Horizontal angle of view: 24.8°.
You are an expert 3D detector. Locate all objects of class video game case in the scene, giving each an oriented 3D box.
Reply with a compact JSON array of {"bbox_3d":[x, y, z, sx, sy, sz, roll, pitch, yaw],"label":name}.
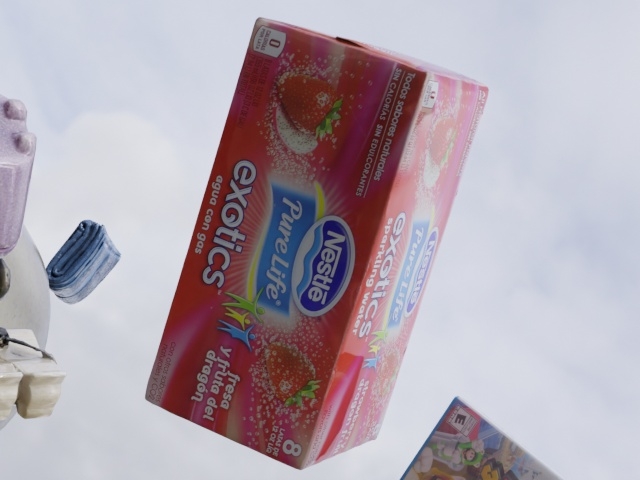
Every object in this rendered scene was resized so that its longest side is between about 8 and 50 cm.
[{"bbox_3d":[0.108,0.188,0.913,0.015,0.119,0.166,30,5,-45],"label":"video game case"}]

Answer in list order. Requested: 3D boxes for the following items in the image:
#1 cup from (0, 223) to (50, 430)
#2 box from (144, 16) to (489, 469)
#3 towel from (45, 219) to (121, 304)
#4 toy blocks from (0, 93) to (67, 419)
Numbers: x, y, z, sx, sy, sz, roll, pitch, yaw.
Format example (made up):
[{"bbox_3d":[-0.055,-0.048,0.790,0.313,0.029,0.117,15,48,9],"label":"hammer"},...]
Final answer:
[{"bbox_3d":[-0.315,0.039,0.925,0.331,0.331,0.237,18,-3,39],"label":"cup"},{"bbox_3d":[0.000,0.000,0.928,0.122,0.128,0.257,21,-81,22],"label":"box"},{"bbox_3d":[-0.199,0.021,1.219,0.029,0.067,0.119,37,-10,2],"label":"towel"},{"bbox_3d":[-0.181,0.002,0.479,0.260,0.308,0.289,-55,-131,35],"label":"toy blocks"}]
